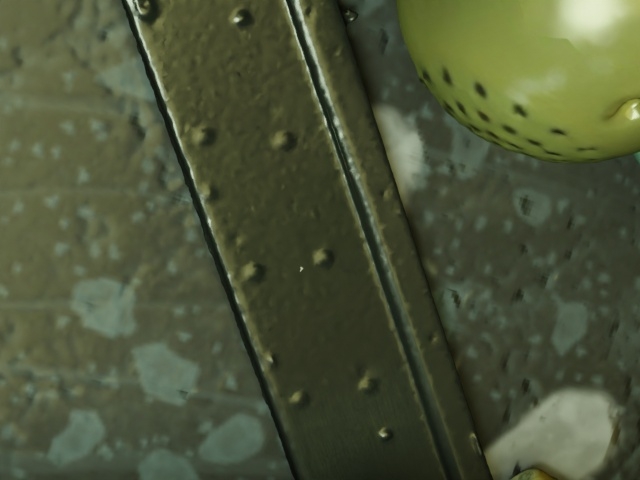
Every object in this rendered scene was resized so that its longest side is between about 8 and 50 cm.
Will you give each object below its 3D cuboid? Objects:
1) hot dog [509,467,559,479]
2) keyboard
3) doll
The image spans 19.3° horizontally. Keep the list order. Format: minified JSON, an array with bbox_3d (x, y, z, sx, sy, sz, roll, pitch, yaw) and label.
[{"bbox_3d":[0.140,0.160,0.943,0.044,0.028,0.137,-39,111,19],"label":"hot dog"},{"bbox_3d":[0.000,0.000,0.866,0.101,0.018,0.309,-23,107,-13],"label":"keyboard"},{"bbox_3d":[0.153,-0.091,0.823,0.261,0.177,0.161,26,90,-27],"label":"doll"}]
